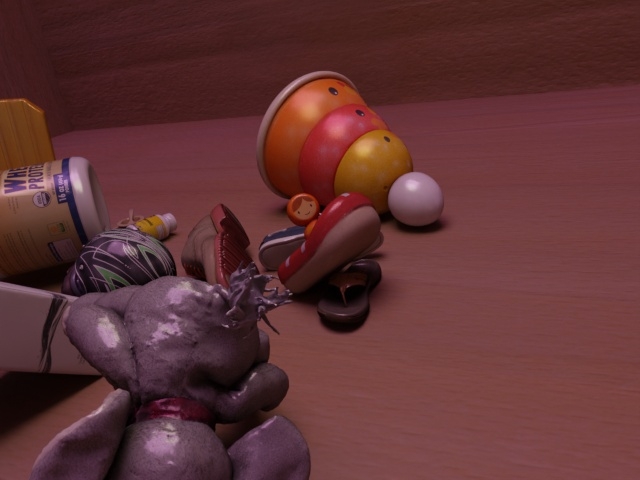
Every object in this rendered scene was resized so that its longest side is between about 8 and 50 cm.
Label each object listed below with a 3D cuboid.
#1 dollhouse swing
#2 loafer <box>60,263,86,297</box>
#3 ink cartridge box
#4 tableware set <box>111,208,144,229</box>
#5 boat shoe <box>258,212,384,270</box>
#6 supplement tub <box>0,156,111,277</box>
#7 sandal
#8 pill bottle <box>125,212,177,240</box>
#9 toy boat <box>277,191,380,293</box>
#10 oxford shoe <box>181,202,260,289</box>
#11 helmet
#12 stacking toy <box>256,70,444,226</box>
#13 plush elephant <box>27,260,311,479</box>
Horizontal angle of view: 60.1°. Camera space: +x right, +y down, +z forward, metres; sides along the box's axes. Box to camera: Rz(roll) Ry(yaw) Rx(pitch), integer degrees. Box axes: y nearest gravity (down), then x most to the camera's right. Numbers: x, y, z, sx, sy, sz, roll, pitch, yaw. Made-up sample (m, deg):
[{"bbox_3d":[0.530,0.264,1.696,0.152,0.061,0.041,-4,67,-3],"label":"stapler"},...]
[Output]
[{"bbox_3d":[-0.814,-0.136,1.344,0.346,0.305,0.315,-7,40,-12],"label":"dollhouse swing"},{"bbox_3d":[-0.444,0.069,1.135,0.095,0.109,0.302,-24,13,13],"label":"loafer"},{"bbox_3d":[-0.468,0.119,0.805,0.197,0.114,0.273,5,-11,31],"label":"ink cartridge box"},{"bbox_3d":[-0.539,-0.030,1.463,0.128,0.039,0.194,4,25,28],"label":"tableware set"},{"bbox_3d":[0.000,0.000,1.122,0.254,0.095,0.079,-14,32,11],"label":"boat shoe"},{"bbox_3d":[-0.646,-0.045,1.216,0.316,0.228,0.228,-14,23,-13],"label":"supplement tub"},{"bbox_3d":[0.054,0.074,0.956,0.090,0.060,0.219,1,24,24],"label":"sandal"},{"bbox_3d":[-0.418,-0.026,1.375,0.065,0.065,0.116,11,29,40],"label":"pill bottle"},{"bbox_3d":[-0.004,-0.017,0.975,0.151,0.151,0.231,-28,-10,-39],"label":"toy boat"},{"bbox_3d":[-0.207,0.047,1.100,0.130,0.123,0.348,-35,24,5],"label":"oxford shoe"},{"bbox_3d":[-0.347,0.058,0.998,0.169,0.162,0.169,-3,24,1],"label":"helmet"},{"bbox_3d":[0.107,-0.172,1.325,0.350,0.351,0.480,-25,45,-33],"label":"stacking toy"},{"bbox_3d":[-0.154,0.184,0.575,0.330,0.271,0.255,-31,38,53],"label":"plush elephant"}]
